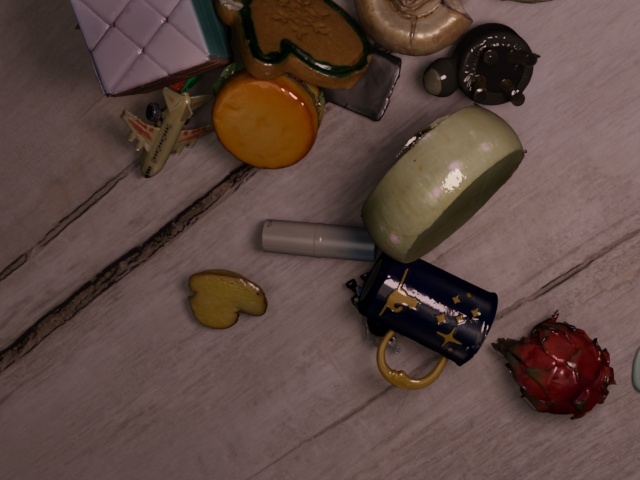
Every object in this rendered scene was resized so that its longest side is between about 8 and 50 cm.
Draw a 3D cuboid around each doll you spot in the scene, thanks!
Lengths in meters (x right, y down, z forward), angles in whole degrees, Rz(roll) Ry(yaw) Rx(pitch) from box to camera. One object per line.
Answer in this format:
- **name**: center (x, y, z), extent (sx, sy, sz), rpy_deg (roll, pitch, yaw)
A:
- **doll**: center (0.127, 0.167, 1.930), extent (0.096, 0.070, 0.195), rpy_deg (-28, 92, 2)

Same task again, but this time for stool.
- **stool**: center (0.330, -0.331, 1.732), extent (0.228, 0.139, 0.153), rpy_deg (-33, 117, 11)

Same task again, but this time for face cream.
- **face cream**: center (0.000, 0.000, 1.907), extent (0.250, 0.077, 0.077), rpy_deg (5, 103, 9)

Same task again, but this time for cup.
- **cup**: center (0.206, 0.170, 1.823), extent (0.256, 0.178, 0.255), rpy_deg (25, 69, -3)

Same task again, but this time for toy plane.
- **toy plane**: center (-0.335, -0.232, 1.871), extent (0.256, 0.242, 0.104), rpy_deg (-42, 58, 43)

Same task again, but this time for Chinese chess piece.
- **Chinese chess piece**: center (0.236, -0.111, 1.707), extent (0.349, 0.349, 0.146), rpy_deg (-46, 76, 15)

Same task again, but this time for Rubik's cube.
- **Rubik's cube**: center (-0.323, -0.420, 1.686), extent (0.221, 0.224, 0.231), rpy_deg (-17, 99, 10)

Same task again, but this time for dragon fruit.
- **dragon fruit**: center (0.498, 0.270, 1.843), extent (0.274, 0.193, 0.192), rpy_deg (17, 131, 6)

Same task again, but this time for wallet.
- **wallet**: center (0.025, -0.369, 1.846), extent (0.285, 0.030, 0.146), rpy_deg (22, 102, 2)

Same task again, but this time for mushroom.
- **mushroom**: center (0.164, -0.471, 1.715), extent (0.189, 0.195, 0.253), rpy_deg (-43, 92, 17)

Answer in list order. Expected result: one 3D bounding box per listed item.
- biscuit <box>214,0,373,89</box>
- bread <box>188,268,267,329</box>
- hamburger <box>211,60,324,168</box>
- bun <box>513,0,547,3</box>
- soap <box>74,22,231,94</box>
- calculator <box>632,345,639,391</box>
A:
- **biscuit**: center (-0.064, -0.423, 1.729), extent (0.344, 0.287, 0.057), rpy_deg (38, 141, 6)
- **bread**: center (-0.211, 0.135, 1.985), extent (0.188, 0.065, 0.149), rpy_deg (9, 115, 4)
- **hamburger**: center (-0.104, -0.279, 1.801), extent (0.246, 0.170, 0.246), rpy_deg (7, 128, 9)
- **bun**: center (0.407, -0.629, 1.629), extent (0.365, 0.219, 0.365), rpy_deg (3, 106, 11)
- **soap**: center (-0.351, -0.450, 1.849), extent (0.273, 0.098, 0.218), rpy_deg (41, 103, -2)
- **calculator**: center (0.730, 0.287, 1.885), extent (0.095, 0.021, 0.153), rpy_deg (2, 100, 9)
